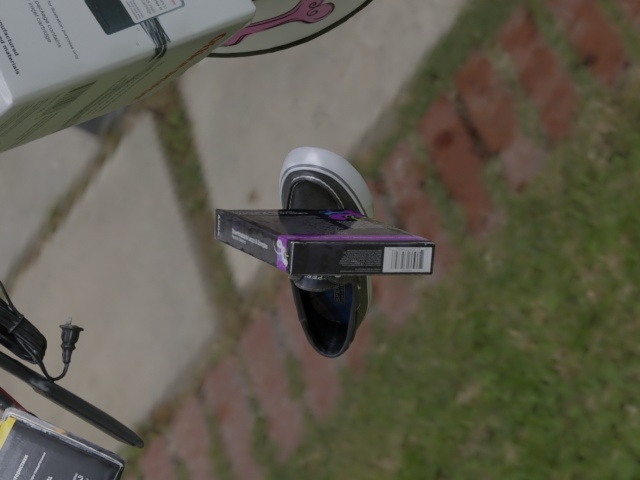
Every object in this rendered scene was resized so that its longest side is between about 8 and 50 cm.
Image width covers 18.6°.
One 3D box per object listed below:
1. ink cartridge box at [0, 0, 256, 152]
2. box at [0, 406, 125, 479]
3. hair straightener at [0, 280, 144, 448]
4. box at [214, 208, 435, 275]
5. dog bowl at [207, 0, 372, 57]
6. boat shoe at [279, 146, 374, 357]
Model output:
[{"bbox_3d":[-0.168,-0.127,1.264,0.153,0.208,0.087,-29,87,49],"label":"ink cartridge box"},{"bbox_3d":[-0.214,0.277,1.081,0.257,0.079,0.322,110,-175,-68],"label":"box"},{"bbox_3d":[-0.221,0.088,1.467,0.089,0.230,0.047,-53,15,-14],"label":"hair straightener"},{"bbox_3d":[0.000,0.000,1.481,0.162,0.116,0.029,-154,66,-65],"label":"box"},{"bbox_3d":[-0.092,-0.375,1.721,0.150,0.408,0.408,40,-109,-78],"label":"dog bowl"},{"bbox_3d":[0.001,0.018,1.681,0.228,0.080,0.076,86,-164,-51],"label":"boat shoe"}]
